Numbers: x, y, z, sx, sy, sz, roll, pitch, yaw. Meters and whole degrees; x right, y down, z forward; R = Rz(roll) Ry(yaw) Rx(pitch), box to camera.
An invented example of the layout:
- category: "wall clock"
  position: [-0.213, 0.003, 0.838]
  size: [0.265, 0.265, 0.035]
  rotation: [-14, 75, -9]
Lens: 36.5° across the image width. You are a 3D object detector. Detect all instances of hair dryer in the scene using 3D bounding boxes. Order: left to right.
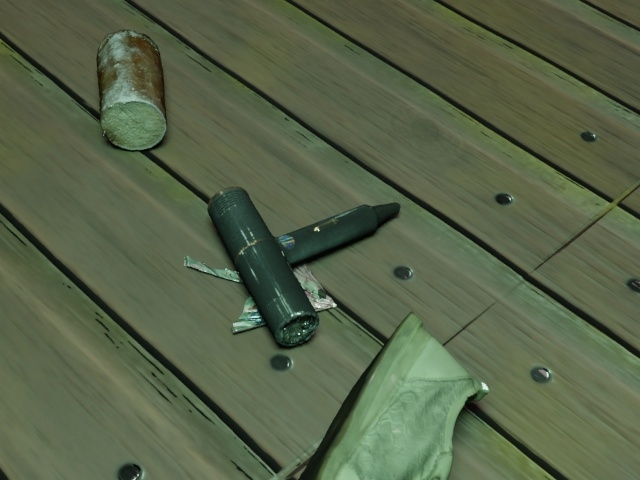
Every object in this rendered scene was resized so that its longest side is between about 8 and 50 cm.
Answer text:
- category: "hair dryer"
  position: [0.011, 0.009, 0.933]
  size: [0.194, 0.050, 0.173]
  rotation: [-10, 50, -24]

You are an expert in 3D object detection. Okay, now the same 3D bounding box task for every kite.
- category: "kite"
  position: [-0.058, 0.040, 0.923]
  size: [0.156, 0.011, 0.139]
  rotation: [16, 42, 7]

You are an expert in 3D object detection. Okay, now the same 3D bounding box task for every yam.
- category: "yam"
  position: [-0.209, -0.168, 1.065]
  size: [0.079, 0.079, 0.141]
  rotation: [-4, 46, -11]

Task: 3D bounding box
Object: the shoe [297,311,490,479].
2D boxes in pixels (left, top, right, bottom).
- category: "shoe"
  position: [0.045, 0.173, 0.740]
  size: [0.098, 0.103, 0.275]
  rotation: [32, 51, 5]
